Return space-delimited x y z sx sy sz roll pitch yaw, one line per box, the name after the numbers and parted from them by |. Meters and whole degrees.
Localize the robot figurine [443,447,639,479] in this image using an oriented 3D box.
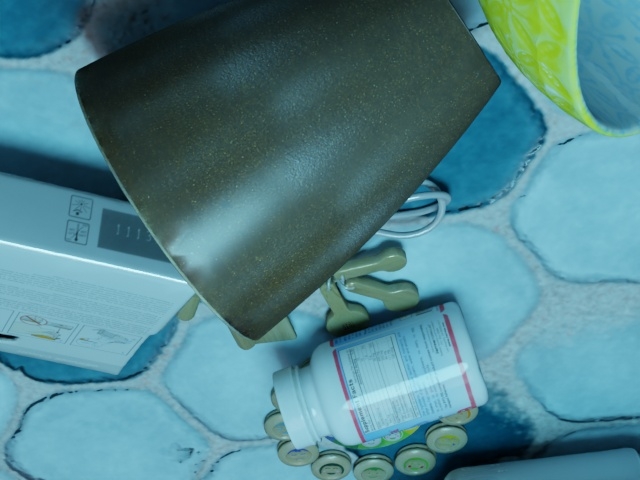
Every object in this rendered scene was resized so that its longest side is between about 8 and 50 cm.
0.227 0.284 1.533 0.353 0.200 0.300 -7 162 3 | robot figurine

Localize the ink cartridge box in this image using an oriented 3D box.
-0.248 0.019 1.338 0.275 0.060 0.239 13 158 -16 | ink cartridge box

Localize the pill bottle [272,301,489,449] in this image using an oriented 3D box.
0.047 0.112 1.417 0.160 0.087 0.087 -18 134 4 | pill bottle

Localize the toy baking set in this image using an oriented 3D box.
-0.007 0.001 1.357 0.196 0.030 0.256 1 141 -13 | toy baking set

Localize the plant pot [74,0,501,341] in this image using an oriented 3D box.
-0.006 -0.086 1.168 0.230 0.215 0.215 -34 130 7 | plant pot

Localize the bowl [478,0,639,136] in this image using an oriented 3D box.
0.164 -0.222 1.031 0.156 0.289 0.289 29 144 28 | bowl

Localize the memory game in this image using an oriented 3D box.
0.043 0.152 1.522 0.186 0.012 0.186 -2 135 -2 | memory game
